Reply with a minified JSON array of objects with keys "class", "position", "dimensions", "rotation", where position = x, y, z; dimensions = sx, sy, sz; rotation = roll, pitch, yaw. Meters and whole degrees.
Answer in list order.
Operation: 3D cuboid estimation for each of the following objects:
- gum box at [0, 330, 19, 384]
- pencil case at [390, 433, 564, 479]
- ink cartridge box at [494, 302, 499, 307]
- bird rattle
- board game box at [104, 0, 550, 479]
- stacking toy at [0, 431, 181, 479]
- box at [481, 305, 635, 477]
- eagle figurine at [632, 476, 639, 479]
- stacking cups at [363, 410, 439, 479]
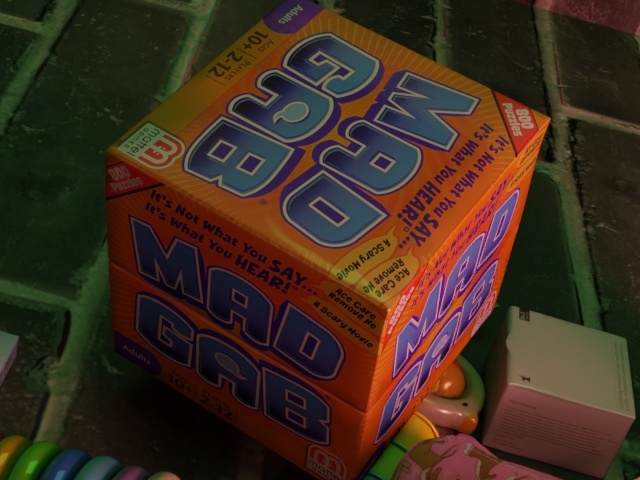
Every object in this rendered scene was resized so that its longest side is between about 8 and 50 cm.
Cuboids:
[{"class":"gum box","position":[-0.472,0.163,1.576],"dimensions":[0.157,0.041,0.184],"rotation":[17,35,-1]},{"class":"pencil case","position":[0.220,0.321,1.387],"dimensions":[0.167,0.160,0.386],"rotation":[-39,22,-21]},{"class":"ink cartridge box","position":[0.163,0.067,1.978],"dimensions":[0.109,0.062,0.209],"rotation":[-10,42,-34]},{"class":"bird rattle","position":[0.128,0.183,1.787],"dimensions":[0.207,0.143,0.253],"rotation":[26,20,-7]},{"class":"board game box","position":[0.000,0.000,1.528],"dimensions":[0.356,0.356,0.356],"rotation":[29,51,18]},{"class":"stacking toy","position":[-0.324,0.270,1.420],"dimensions":[0.330,0.141,0.141],"rotation":[19,33,10]},{"class":"box","position":[0.326,0.207,1.798],"dimensions":[0.182,0.119,0.181],"rotation":[16,34,-2]},{"class":"eagle figurine","position":[0.495,0.339,1.429],"dimensions":[0.225,0.226,0.298],"rotation":[-32,8,-14]},{"class":"stacking cups","position":[0.050,0.320,1.535],"dimensions":[0.096,0.096,0.316],"rotation":[25,34,11]}]
